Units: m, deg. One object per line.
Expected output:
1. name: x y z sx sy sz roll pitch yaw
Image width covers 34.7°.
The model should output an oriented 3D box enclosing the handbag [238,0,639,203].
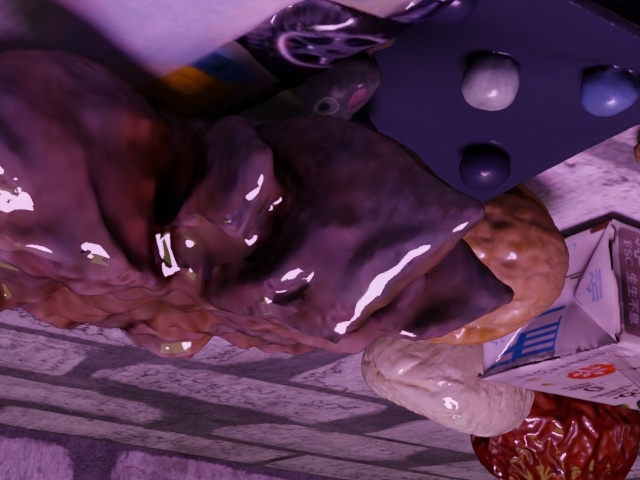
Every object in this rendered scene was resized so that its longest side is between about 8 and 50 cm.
1. handbag: 0.041 -0.104 0.651 0.269 0.118 0.325 16 155 -24

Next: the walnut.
1. walnut: 0.126 0.014 0.886 0.184 0.155 0.155 0 161 -13

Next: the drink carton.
1. drink carton: 0.341 0.093 1.066 0.324 0.132 0.194 16 157 -30

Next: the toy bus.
1. toy bus: -0.102 -0.151 0.498 0.162 0.171 0.386 26 154 -32

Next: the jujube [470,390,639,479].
1. jujube: 0.337 0.272 1.464 0.232 0.213 0.213 8 159 -12

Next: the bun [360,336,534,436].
1. bun: 0.157 0.149 1.258 0.220 0.134 0.220 17 -175 -2

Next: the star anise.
1. star anise: -0.061 -0.004 0.471 0.315 0.108 0.315 10 169 2

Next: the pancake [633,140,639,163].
1. pancake: 0.333 -0.063 0.759 0.199 0.021 0.199 6 173 1
